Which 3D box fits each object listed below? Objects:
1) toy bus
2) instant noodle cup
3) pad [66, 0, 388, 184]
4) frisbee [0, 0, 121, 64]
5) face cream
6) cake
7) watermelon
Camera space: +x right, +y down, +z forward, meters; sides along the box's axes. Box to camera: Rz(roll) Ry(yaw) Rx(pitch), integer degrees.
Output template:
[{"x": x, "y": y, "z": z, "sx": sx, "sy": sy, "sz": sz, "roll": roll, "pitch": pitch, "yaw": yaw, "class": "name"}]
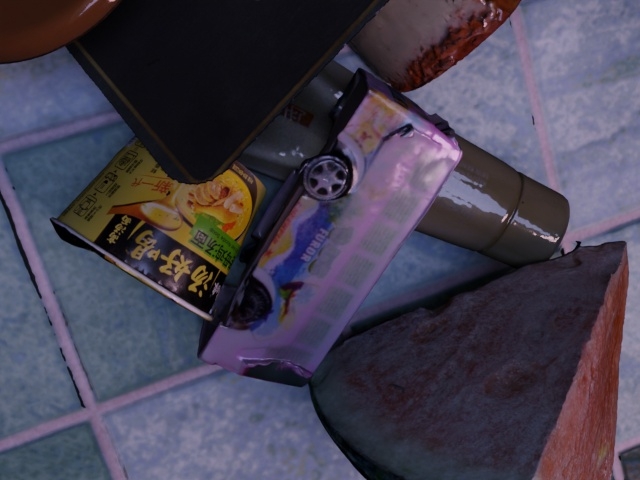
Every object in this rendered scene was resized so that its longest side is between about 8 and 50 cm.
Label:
[{"x": 0.000, "y": 0.000, "z": 0.593, "sx": 0.112, "sy": 0.090, "sz": 0.274, "roll": 28, "pitch": 111, "yaw": -15, "class": "toy bus"}, {"x": -0.122, "y": -0.021, "z": 0.575, "sx": 0.151, "sy": 0.151, "sz": 0.122, "roll": 34, "pitch": 83, "yaw": -15, "class": "instant noodle cup"}, {"x": -0.065, "y": -0.265, "z": 0.508, "sx": 0.375, "sy": 0.063, "sz": 0.315, "roll": -46, "pitch": 65, "yaw": 8, "class": "pad"}, {"x": -0.234, "y": -0.254, "z": 0.520, "sx": 0.250, "sy": 0.021, "sz": 0.251, "roll": -1, "pitch": 84, "yaw": 10, "class": "frisbee"}, {"x": 0.061, "y": -0.074, "z": 0.644, "sx": 0.341, "sy": 0.084, "sz": 0.137, "roll": 24, "pitch": 103, "yaw": -9, "class": "face cream"}, {"x": 0.126, "y": -0.271, "z": 0.582, "sx": 0.158, "sy": 0.159, "sz": 0.262, "roll": 45, "pitch": 85, "yaw": -12, "class": "cake"}, {"x": 0.177, "y": 0.159, "z": 0.584, "sx": 0.283, "sy": 0.251, "sz": 0.292, "roll": 29, "pitch": 119, "yaw": -30, "class": "watermelon"}]
